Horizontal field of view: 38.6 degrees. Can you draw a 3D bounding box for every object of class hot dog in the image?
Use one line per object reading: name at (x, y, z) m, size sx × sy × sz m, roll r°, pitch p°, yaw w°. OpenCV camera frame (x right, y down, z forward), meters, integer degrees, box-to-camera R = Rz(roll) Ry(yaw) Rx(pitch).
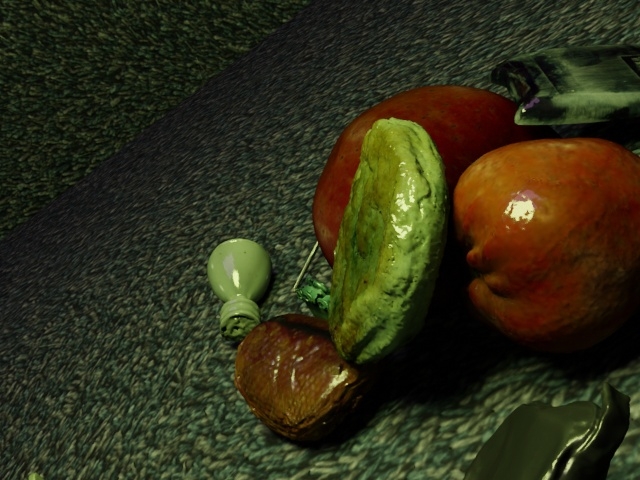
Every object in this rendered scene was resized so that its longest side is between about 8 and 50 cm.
hot dog at (-0.012, 0.162, 1.121) m, size 0.160 × 0.099 × 0.227 m, roll -46°, pitch 27°, yaw -16°

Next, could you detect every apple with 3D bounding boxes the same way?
apple at (0.150, -0.069, 1.281) m, size 0.329 × 0.295 × 0.365 m, roll -5°, pitch 19°, yaw -17°

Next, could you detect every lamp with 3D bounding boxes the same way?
lamp at (-0.126, 0.077, 1.445) m, size 0.106 × 0.106 × 0.193 m, roll -31°, pitch 36°, yaw 17°

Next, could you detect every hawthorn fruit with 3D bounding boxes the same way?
hawthorn fruit at (0.260, -0.003, 0.921) m, size 0.261 × 0.224 × 0.224 m, roll -18°, pitch 25°, yaw -2°

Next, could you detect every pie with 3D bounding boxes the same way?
pie at (0.063, -0.005, 0.999) m, size 0.277 × 0.079 × 0.276 m, roll -172°, pitch 90°, yaw -73°

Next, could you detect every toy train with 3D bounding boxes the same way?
toy train at (0.015, 0.089, 1.246) m, size 0.038 × 0.071 × 0.148 m, roll -47°, pitch 26°, yaw -12°

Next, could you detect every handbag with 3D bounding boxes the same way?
handbag at (0.119, 0.254, 0.674) m, size 0.332 × 0.075 × 0.191 m, roll -58°, pitch -3°, yaw -10°

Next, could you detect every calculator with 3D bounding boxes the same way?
calculator at (0.364, -0.205, 1.180) m, size 0.268 × 0.040 × 0.177 m, roll -6°, pitch 36°, yaw -6°

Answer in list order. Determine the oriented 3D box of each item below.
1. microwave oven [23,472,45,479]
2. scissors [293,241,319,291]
microwave oven at (-0.327, 0.450, 0.915) m, size 0.286 × 0.218 × 0.355 m, roll -38°, pitch 24°, yaw -2°
scissors at (0.000, 0.000, 1.450) m, size 0.015 × 0.100 × 0.189 m, roll 21°, pitch 70°, yaw 15°
